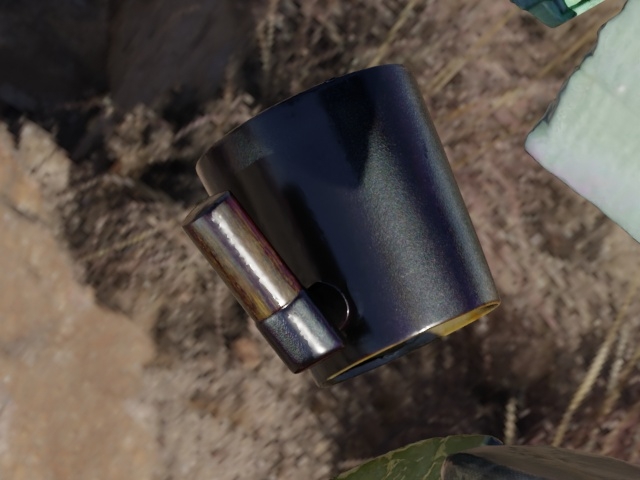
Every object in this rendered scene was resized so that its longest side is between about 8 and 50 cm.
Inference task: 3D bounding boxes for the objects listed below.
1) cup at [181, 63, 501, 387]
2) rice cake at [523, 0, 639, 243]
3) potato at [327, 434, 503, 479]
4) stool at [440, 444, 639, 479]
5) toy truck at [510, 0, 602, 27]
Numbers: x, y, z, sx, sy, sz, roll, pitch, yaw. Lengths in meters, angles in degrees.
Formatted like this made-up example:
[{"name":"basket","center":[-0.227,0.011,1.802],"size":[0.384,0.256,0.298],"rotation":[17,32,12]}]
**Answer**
[{"name":"cup","center":[-0.005,0.005,1.137],"size":[0.239,0.166,0.177],"rotation":[-19,81,-33]},{"name":"rice cake","center":[0.202,-0.013,0.642],"size":[0.237,0.127,0.043],"rotation":[34,12,3]},{"name":"potato","center":[0.065,0.343,1.333],"size":[0.280,0.212,0.330],"rotation":[50,65,-25]},{"name":"stool","center":[0.233,0.267,0.996],"size":[0.310,0.310,0.226],"rotation":[17,88,-42]},{"name":"toy truck","center":[0.176,-0.218,0.887],"size":[0.279,0.156,0.155],"rotation":[-30,92,-38]}]
